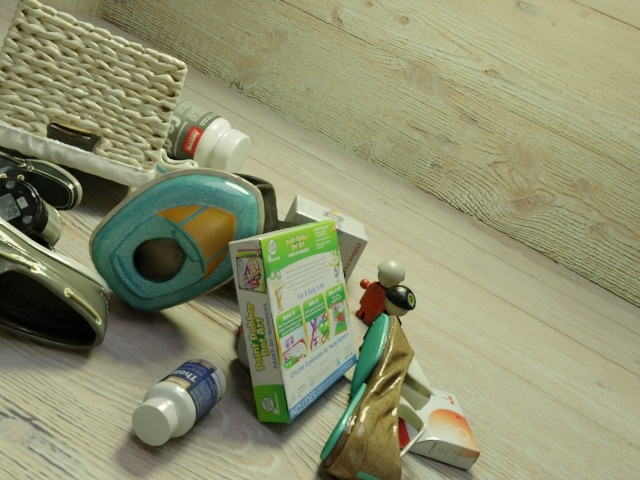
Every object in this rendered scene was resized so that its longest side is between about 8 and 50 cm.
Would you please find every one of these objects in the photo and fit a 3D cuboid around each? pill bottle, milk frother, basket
[{"bbox_3d":[-0.167,0.190,0.692,0.067,0.067,0.120,30,19,10],"label":"pill bottle"},{"bbox_3d":[-0.451,-0.006,0.822,0.143,0.129,0.135,-9,-9,-13],"label":"milk frother"},{"bbox_3d":[-0.347,-0.286,1.589,0.283,0.161,0.161,28,19,8],"label":"pill bottle"},{"bbox_3d":[-0.475,-0.288,1.170,0.328,0.266,0.331,18,8,-26],"label":"basket"}]

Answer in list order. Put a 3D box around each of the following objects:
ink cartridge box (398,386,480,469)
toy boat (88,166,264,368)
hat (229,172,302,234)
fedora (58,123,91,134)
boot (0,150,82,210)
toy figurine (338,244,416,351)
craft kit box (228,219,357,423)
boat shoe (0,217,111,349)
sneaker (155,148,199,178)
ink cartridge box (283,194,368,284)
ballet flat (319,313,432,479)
[{"bbox_3d":[0.148,0.273,0.921,0.179,0.045,0.145,24,18,-12],"label":"ink cartridge box"},{"bbox_3d":[-0.166,0.050,0.865,0.318,0.267,0.148,54,6,-20],"label":"toy boat"},{"bbox_3d":[-0.171,-0.054,1.106,0.331,0.134,0.331,5,22,-2],"label":"hat"},{"bbox_3d":[-0.621,-0.339,1.501,0.194,0.079,0.194,23,19,-8],"label":"fedora"},{"bbox_3d":[-0.532,-0.085,0.935,0.236,0.085,0.178,20,21,2],"label":"boot"},{"bbox_3d":[0.064,0.098,1.113,0.210,0.148,0.213,24,19,-6],"label":"toy figurine"},{"bbox_3d":[-0.029,0.103,0.864,0.061,0.246,0.250,-4,5,25],"label":"craft kit box"},{"bbox_3d":[-0.386,0.042,0.682,0.305,0.109,0.091,33,17,-36],"label":"boat shoe"},{"bbox_3d":[-0.295,-0.129,1.343,0.229,0.092,0.087,24,17,-9],"label":"sneaker"},{"bbox_3d":[0.000,0.000,1.325,0.176,0.128,0.127,23,19,-11],"label":"ink cartridge box"},{"bbox_3d":[0.100,0.231,0.852,0.124,0.116,0.342,31,24,3],"label":"ballet flat"}]
